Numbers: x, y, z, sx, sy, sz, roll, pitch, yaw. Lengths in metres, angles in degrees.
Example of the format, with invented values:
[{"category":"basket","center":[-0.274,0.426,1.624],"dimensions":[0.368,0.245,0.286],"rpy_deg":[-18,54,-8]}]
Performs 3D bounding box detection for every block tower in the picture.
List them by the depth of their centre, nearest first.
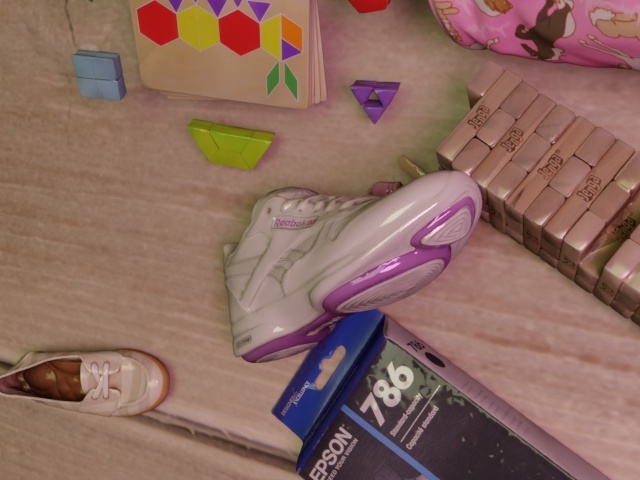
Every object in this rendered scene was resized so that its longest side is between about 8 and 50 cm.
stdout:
[{"category":"block tower","center":[0.236,-0.001,0.551],"dimensions":[0.335,0.091,0.097],"rpy_deg":[40,86,22]}]

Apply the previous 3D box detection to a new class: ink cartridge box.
[{"category":"ink cartridge box","center":[0.102,0.202,0.646],"dimensions":[0.333,0.065,0.165],"rpy_deg":[35,104,21]}]

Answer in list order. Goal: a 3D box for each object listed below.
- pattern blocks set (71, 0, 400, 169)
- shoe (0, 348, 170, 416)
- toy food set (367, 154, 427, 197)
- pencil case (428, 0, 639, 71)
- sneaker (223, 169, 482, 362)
[{"category":"pattern blocks set","center":[-0.083,-0.191,0.664],"dimensions":[0.325,0.026,0.285],"rpy_deg":[16,131,4]},{"category":"shoe","center":[-0.268,0.160,0.813],"dimensions":[0.219,0.058,0.076],"rpy_deg":[-3,89,24]},{"category":"toy food set","center":[0.067,-0.015,0.686],"dimensions":[0.078,0.019,0.122],"rpy_deg":[42,114,19]},{"category":"pencil case","center":[0.245,-0.179,0.463],"dimensions":[0.386,0.160,0.167],"rpy_deg":[23,138,44]},{"category":"sneaker","center":[0.000,0.000,0.631],"dimensions":[0.305,0.114,0.152],"rpy_deg":[-33,66,42]}]
